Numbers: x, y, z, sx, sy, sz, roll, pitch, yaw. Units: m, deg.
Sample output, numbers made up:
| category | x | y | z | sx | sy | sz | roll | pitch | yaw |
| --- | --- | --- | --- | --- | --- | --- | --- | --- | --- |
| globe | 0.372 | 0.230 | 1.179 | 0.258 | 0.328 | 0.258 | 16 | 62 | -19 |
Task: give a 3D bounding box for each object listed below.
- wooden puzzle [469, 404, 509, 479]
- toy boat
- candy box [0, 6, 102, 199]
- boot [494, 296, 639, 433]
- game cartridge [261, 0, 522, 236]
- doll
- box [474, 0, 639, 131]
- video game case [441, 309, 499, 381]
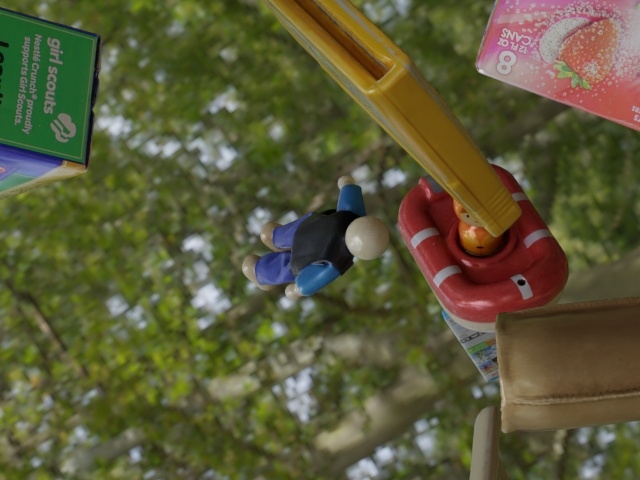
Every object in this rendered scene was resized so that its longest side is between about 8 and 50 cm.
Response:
| category | x | y | z | sx | sy | sz | roll | pitch | yaw |
| --- | --- | --- | --- | --- | --- | --- | --- | --- | --- |
| wooden puzzle | 0.188 | 0.373 | 1.630 | 0.322 | 0.081 | 0.347 | -60 | -48 | -75 |
| toy boat | 0.181 | -0.013 | 1.860 | 0.151 | 0.151 | 0.231 | 78 | 166 | -52 |
| candy box | -0.368 | -0.117 | 1.279 | 0.317 | 0.268 | 0.122 | 11 | -103 | -31 |
| boot | 0.243 | 0.055 | 1.021 | 0.236 | 0.270 | 0.089 | -21 | -75 | -82 |
| game cartridge | 0.037 | -0.155 | 1.515 | 0.285 | 0.053 | 0.323 | 47 | -179 | 32 |
| doll | 0.000 | 0.000 | 1.460 | 0.046 | 0.189 | 0.129 | 36 | -110 | -22 |
| box | 0.262 | -0.127 | 1.056 | 0.300 | 0.154 | 0.142 | 19 | -172 | 2 |
| video game case | 0.231 | 0.108 | 2.047 | 0.166 | 0.119 | 0.015 | 54 | -165 | -49 |
